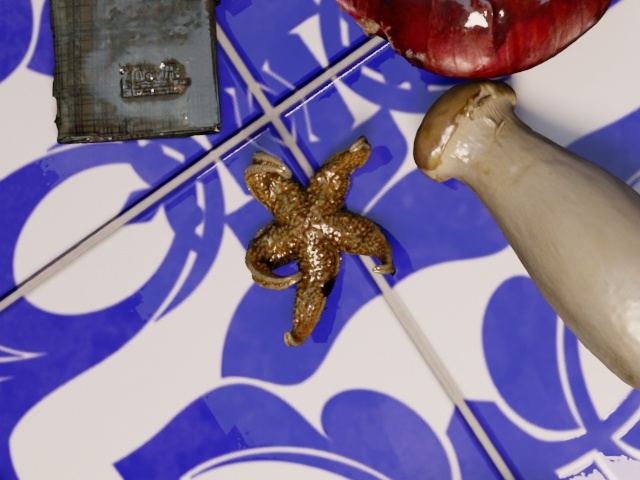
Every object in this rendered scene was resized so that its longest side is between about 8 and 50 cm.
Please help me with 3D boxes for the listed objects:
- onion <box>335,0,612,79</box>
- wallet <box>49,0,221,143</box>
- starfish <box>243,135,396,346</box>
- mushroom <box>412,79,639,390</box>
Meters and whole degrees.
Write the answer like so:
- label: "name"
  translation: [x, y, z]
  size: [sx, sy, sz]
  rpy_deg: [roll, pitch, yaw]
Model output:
- label: "onion"
  translation: [0.125, -0.233, 1.527]
  size: [0.272, 0.195, 0.272]
  rpy_deg: [-1, 44, 1]
- label: "wallet"
  translation: [-0.179, -0.253, 1.661]
  size: [0.169, 0.044, 0.317]
  rpy_deg: [-3, 88, 11]
- label: "starfish"
  translation: [0.000, 0.001, 1.596]
  size: [0.146, 0.074, 0.190]
  rpy_deg: [-1, 88, 14]
- label: "mushroom"
  translation: [0.222, -0.002, 1.517]
  size: [0.128, 0.128, 0.350]
  rpy_deg: [-47, 72, 7]
